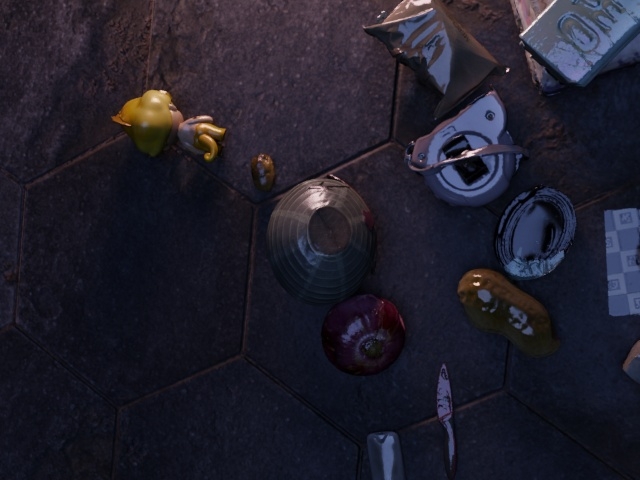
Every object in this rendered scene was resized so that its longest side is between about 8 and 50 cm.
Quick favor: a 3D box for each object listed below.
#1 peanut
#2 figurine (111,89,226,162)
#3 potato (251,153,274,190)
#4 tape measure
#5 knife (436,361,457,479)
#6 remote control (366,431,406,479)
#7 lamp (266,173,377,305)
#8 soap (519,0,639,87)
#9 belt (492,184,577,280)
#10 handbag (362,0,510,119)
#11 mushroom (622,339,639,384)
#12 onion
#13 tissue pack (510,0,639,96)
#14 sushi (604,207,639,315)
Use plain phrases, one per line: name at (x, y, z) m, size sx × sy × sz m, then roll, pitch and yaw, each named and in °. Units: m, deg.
peanut at (0.376, 0.149, 1.618) m, size 0.236 × 0.110 × 0.120 m, roll 40°, pitch 79°, yaw 2°
figurine at (-0.333, -0.245, 1.769) m, size 0.247 × 0.131 × 0.156 m, roll 13°, pitch 110°, yaw 2°
potato at (-0.126, -0.148, 1.757) m, size 0.051 × 0.040 × 0.083 m, roll -7°, pitch 89°, yaw 18°
tape measure at (0.300, -0.166, 1.618) m, size 0.236 × 0.120 × 0.197 m, roll -35°, pitch 91°, yaw 17°
knife at (0.265, 0.380, 1.696) m, size 0.036 × 0.018 × 0.247 m, roll -5°, pitch 88°, yaw 16°
remote control at (0.144, 0.522, 1.712) m, size 0.073 × 0.044 × 0.229 m, roll -8°, pitch 90°, yaw 16°
lamp at (0.000, 0.000, 1.642) m, size 0.233 × 0.233 × 0.265 m, roll -16°, pitch 84°, yaw 13°
soap at (0.501, -0.407, 1.447) m, size 0.150 × 0.094 × 0.261 m, roll 46°, pitch 104°, yaw 7°
belt at (0.428, -0.011, 1.612) m, size 0.151 × 0.078 × 0.198 m, roll 27°, pitch 96°, yaw 7°
handbag at (0.226, -0.383, 1.629) m, size 0.182 × 0.117 × 0.270 m, roll -41°, pitch 85°, yaw -1°
mushroom at (0.686, 0.292, 1.562) m, size 0.092 × 0.081 × 0.223 m, roll -38°, pitch 87°, yaw -22°
onion at (0.088, 0.196, 1.666) m, size 0.177 × 0.153 × 0.177 m, roll 0°, pitch 91°, yaw 2°
tissue pack at (0.554, -0.439, 1.545) m, size 0.344 × 0.125 × 0.242 m, roll -16°, pitch 90°, yaw 16°
sushi at (0.660, 0.040, 1.573) m, size 0.192 × 0.050 × 0.215 m, roll -4°, pitch 90°, yaw 13°
